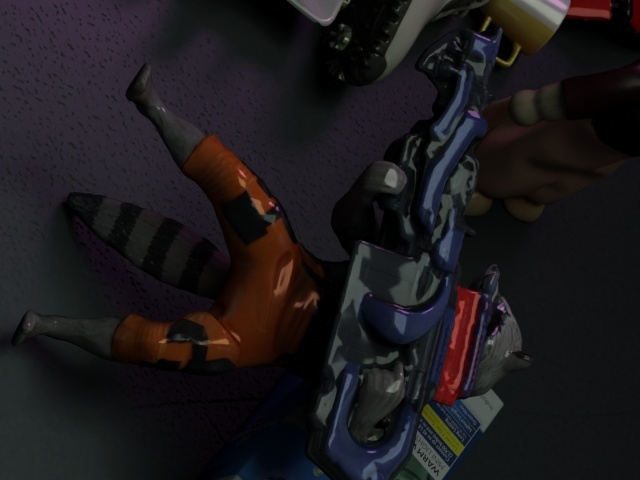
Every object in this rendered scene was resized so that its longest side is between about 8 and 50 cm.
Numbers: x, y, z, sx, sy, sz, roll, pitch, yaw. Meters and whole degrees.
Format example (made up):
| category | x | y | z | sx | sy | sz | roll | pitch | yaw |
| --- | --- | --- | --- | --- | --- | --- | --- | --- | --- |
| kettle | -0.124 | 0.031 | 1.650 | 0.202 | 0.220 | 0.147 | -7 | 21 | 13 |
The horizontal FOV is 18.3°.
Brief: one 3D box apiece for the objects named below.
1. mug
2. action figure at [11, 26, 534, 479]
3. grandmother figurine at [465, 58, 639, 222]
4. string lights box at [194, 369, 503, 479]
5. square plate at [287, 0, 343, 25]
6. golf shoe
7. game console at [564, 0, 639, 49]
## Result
| category | x | y | z | sx | sy | sz | roll | pitch | yaw |
| --- | --- | --- | --- | --- | --- | --- | --- | --- | --- |
| mug | 0.167 | -0.195 | 1.688 | 0.064 | 0.062 | 0.078 | 34 | 51 | -14 |
| action figure | 0.000 | 0.000 | 1.363 | 0.330 | 0.178 | 0.341 | 25 | 78 | -12 |
| grandmother figurine | 0.234 | -0.099 | 1.521 | 0.208 | 0.342 | 0.104 | -5 | 78 | -38 |
| string lights box | 0.010 | 0.163 | 1.438 | 0.133 | 0.077 | 0.260 | 49 | 52 | -12 |
| square plate | -0.070 | -0.389 | 1.580 | 0.344 | 0.049 | 0.347 | 38 | 56 | -22 |
| golf shoe | 0.094 | -0.217 | 1.614 | 0.120 | 0.105 | 0.273 | 42 | 55 | -25 |
| game console | 0.242 | -0.250 | 1.791 | 0.124 | 0.085 | 0.144 | 35 | 51 | -61 |
